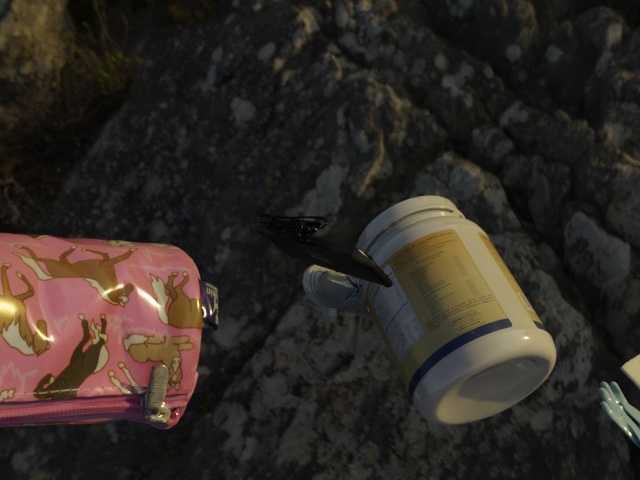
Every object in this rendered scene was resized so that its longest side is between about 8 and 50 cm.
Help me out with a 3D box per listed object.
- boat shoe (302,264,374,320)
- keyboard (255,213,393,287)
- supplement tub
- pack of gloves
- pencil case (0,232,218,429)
[{"bbox_3d":[0.067,0.093,1.347,0.081,0.227,0.079,-8,66,44],"label":"boat shoe"},{"bbox_3d":[0.000,0.000,0.847,0.192,0.100,0.038,14,70,50],"label":"keyboard"},{"bbox_3d":[0.200,0.105,1.179,0.228,0.228,0.316,-29,53,6],"label":"supplement tub"},{"bbox_3d":[0.566,0.320,1.247,0.232,0.195,0.046,52,135,23],"label":"pack of gloves"},{"bbox_3d":[-0.269,0.068,0.535,0.167,0.386,0.160,1,86,50],"label":"pencil case"}]
